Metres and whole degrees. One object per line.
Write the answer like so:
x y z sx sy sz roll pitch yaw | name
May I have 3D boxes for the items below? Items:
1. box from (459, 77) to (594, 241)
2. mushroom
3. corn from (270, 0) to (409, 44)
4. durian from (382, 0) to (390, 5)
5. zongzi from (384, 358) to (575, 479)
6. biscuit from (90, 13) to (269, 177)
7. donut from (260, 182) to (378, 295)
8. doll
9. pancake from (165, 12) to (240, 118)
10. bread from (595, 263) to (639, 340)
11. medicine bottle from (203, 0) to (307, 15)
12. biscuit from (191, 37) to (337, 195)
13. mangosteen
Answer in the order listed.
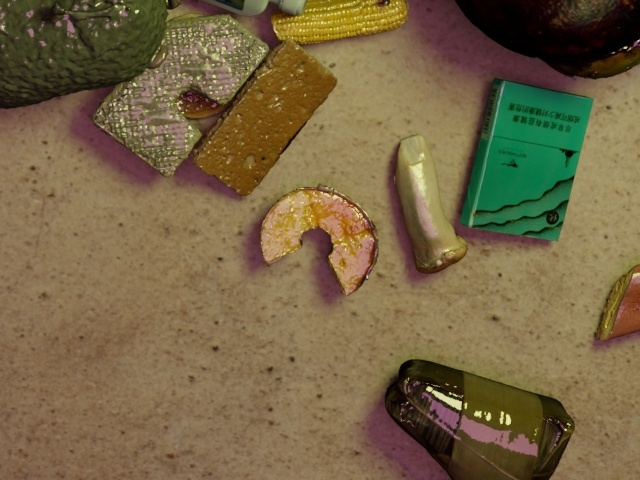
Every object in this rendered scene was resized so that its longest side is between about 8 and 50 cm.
0.311 -0.120 1.855 0.161 0.042 0.226 8 101 -20 | box
0.159 -0.054 1.854 0.084 0.071 0.209 -13 99 27 | mushroom
0.029 -0.325 1.783 0.203 0.072 0.072 -11 103 -4 | corn
0.122 -0.420 1.732 0.148 0.091 0.188 20 85 -38 | durian
0.212 0.358 1.912 0.290 0.154 0.317 17 105 -1 | zongzi
-0.200 -0.223 1.763 0.147 0.046 0.250 39 93 -11 | biscuit
0.003 -0.011 1.846 0.181 0.078 0.146 21 98 -3 | donut
-0.366 -0.297 1.655 0.350 0.247 0.247 0 103 23 | doll
-0.188 -0.254 1.797 0.158 0.028 0.158 -1 102 -7 | pancake
0.517 0.083 1.920 0.193 0.067 0.119 -15 110 -1 | bread
-0.124 -0.384 1.720 0.229 0.083 0.121 21 135 0 | medicine bottle
-0.082 -0.178 1.796 0.231 0.025 0.131 -50 134 5 | biscuit
0.374 -0.419 1.657 0.422 0.381 0.380 15 100 -22 | mangosteen
